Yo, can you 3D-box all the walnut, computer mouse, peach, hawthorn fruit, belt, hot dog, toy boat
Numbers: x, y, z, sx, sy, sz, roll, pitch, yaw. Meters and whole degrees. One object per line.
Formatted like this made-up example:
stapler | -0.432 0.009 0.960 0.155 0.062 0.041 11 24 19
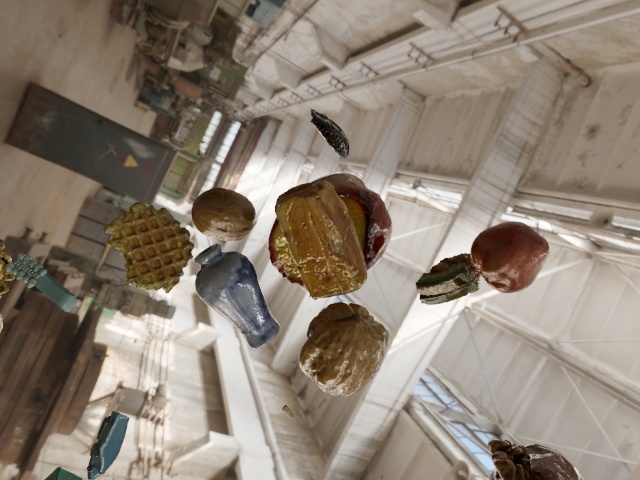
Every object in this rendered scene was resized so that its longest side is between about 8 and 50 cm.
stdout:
walnut | 0.469 0.558 0.960 0.222 0.269 0.243 -31 -113 14
computer mouse | 0.045 -0.422 1.697 0.077 0.241 0.146 -40 -158 8
peach | 0.041 -0.032 1.365 0.406 0.335 0.310 -42 -179 27
hawthorn fruit | 0.473 0.039 1.083 0.189 0.189 0.189 -49 -153 35
walnut | 0.062 0.296 1.171 0.257 0.257 0.224 -55 -146 24
belt | -0.728 0.115 1.146 0.065 0.179 0.100 -52 174 -21
hot dog | -0.154 0.798 2.029 0.030 0.090 0.034 -44 -143 -17
walnut | -0.301 -0.080 1.363 0.167 0.207 0.167 -165 -90 -70
toy boat | -0.815 0.775 1.633 0.098 0.109 0.237 -16 -135 25

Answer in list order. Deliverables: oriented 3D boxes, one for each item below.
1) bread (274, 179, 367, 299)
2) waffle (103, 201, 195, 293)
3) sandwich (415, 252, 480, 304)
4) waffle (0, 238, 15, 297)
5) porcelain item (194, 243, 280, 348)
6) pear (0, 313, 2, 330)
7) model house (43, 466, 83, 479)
bread | 0.000 0.000 1.087 0.167 0.294 0.132 -11 -162 35
waffle | -0.560 0.026 1.430 0.058 0.300 0.281 -13 -148 42
sandwich | 0.383 0.105 1.310 0.185 0.109 0.160 -20 -148 31
waffle | -0.950 0.066 1.157 0.280 0.060 0.262 -78 159 -68
porcelain item | -0.195 0.129 1.007 0.141 0.259 0.141 -26 -163 9
pear | -1.062 0.239 1.304 0.178 0.178 0.178 -49 -153 35
model house | -0.667 0.664 1.086 0.127 0.100 0.149 -16 -142 36
